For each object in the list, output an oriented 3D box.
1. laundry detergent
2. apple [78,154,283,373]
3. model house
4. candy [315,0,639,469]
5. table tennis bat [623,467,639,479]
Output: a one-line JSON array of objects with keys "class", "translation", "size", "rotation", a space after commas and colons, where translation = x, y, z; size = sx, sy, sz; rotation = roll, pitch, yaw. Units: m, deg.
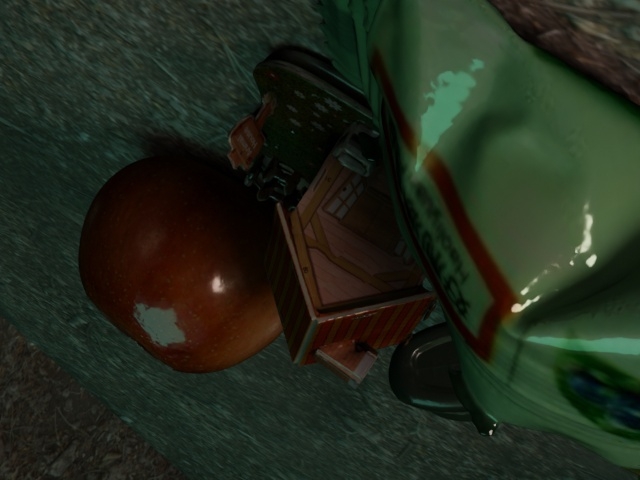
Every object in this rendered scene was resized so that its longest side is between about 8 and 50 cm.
[{"class": "laundry detergent", "translation": [0.140, 0.117, 1.552], "size": [0.144, 0.078, 0.221], "rotation": [-10, 167, 10]}, {"class": "apple", "translation": [-0.128, 0.028, 1.673], "size": [0.210, 0.173, 0.235], "rotation": [37, 166, -12]}, {"class": "model house", "translation": [0.001, 0.001, 1.374], "size": [0.207, 0.154, 0.294], "rotation": [31, 165, 3]}, {"class": "candy", "translation": [0.124, -0.034, 1.086], "size": [0.398, 0.172, 0.263], "rotation": [50, 159, 18]}, {"class": "table tennis bat", "translation": [0.323, 0.207, 1.458], "size": [0.198, 0.050, 0.321], "rotation": [24, 176, -5]}]
